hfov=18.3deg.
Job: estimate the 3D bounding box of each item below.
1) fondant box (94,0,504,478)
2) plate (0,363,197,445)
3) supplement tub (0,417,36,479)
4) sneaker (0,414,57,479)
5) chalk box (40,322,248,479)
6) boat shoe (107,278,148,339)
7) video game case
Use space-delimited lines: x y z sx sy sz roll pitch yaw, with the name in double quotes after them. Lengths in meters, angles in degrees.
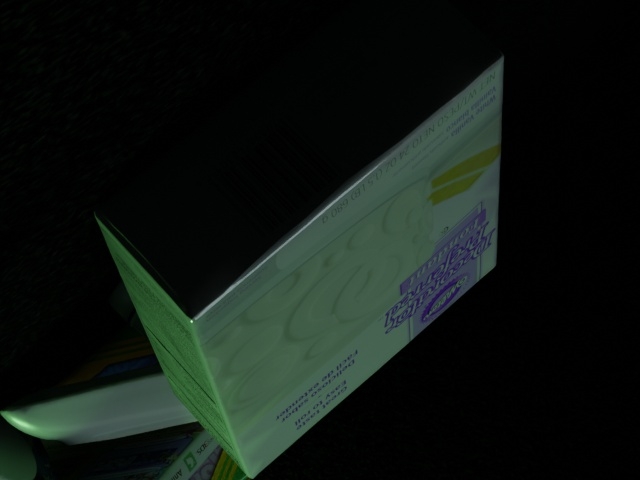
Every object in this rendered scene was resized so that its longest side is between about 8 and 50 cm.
0.000 0.000 1.255 0.238 0.096 0.330 -40 162 -12 "fondant box"
-0.100 0.117 1.575 0.278 0.045 0.277 -12 178 -2 "plate"
-0.276 0.189 1.507 0.107 0.071 0.071 -42 176 20 "supplement tub"
-0.251 0.175 1.586 0.058 0.052 0.135 -26 -168 -16 "sneaker"
-0.187 0.207 1.796 0.289 0.179 0.180 -41 176 -3 "chalk box"
-0.076 0.019 1.413 0.095 0.084 0.258 -39 176 -24 "boat shoe"
-0.201 0.207 1.567 0.212 0.023 0.193 -12 -159 34 "video game case"
